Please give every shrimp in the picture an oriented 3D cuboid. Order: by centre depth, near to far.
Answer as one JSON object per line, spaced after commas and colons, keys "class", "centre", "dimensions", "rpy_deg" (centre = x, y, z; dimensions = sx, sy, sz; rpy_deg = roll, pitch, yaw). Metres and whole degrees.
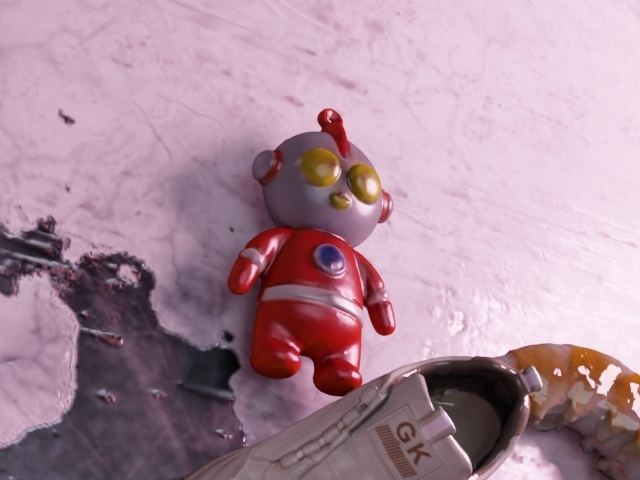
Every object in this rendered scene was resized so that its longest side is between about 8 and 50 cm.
{"class": "shrimp", "centre": [0.216, 0.168, 1.325], "dimensions": [0.287, 0.068, 0.185], "rpy_deg": [33, 51, -12]}

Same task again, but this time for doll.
{"class": "doll", "centre": [0.000, 0.000, 1.270], "dimensions": [0.142, 0.076, 0.245], "rpy_deg": [20, 61, -24]}

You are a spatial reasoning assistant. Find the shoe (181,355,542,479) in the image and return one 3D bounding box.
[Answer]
{"class": "shoe", "centre": [0.035, 0.159, 1.141], "dimensions": [0.316, 0.159, 0.124], "rpy_deg": [-26, 82, -34]}
